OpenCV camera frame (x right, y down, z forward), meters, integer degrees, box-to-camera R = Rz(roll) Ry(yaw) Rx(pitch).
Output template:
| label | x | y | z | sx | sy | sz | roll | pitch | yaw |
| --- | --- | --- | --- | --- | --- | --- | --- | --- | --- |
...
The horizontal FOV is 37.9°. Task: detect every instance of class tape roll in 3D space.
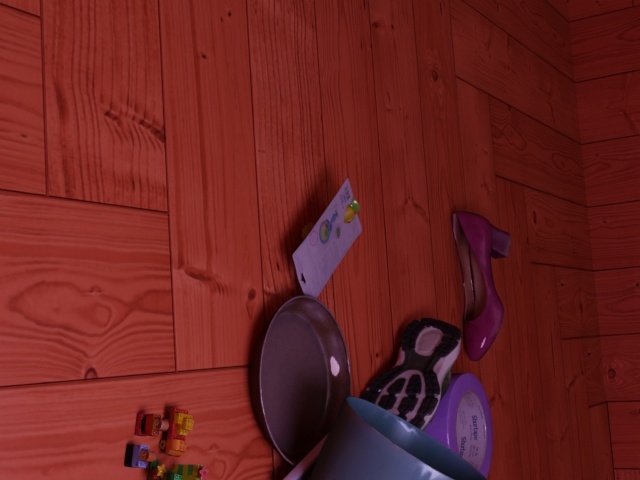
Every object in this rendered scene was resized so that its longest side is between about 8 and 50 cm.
| label | x | y | z | sx | sy | sz | roll | pitch | yaw |
| --- | --- | --- | --- | --- | --- | --- | --- | --- | --- |
| tape roll | 0.318 | 0.453 | 2.207 | 0.275 | 0.090 | 0.274 | 21 | 66 | -57 |

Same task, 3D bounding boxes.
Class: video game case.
| label | x | y | z | sx | sy | sz | roll | pitch | yaw |
| --- | --- | --- | --- | --- | --- | --- | --- | --- | --- |
| video game case | -0.002 | 0.445 | 1.670 | 0.190 | 0.022 | 0.173 | -36 | 130 | -47 |

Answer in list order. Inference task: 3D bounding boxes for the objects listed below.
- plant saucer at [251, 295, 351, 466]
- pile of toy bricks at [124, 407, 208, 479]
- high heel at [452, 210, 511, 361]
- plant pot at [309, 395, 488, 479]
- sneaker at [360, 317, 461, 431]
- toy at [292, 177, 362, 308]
| label | x | y | z | sx | sy | sz | roll | pitch | yaw |
| --- | --- | --- | --- | --- | --- | --- | --- | --- | --- |
| plant saucer | -0.038 | 0.256 | 1.693 | 0.311 | 0.050 | 0.310 | 18 | 68 | -56 |
| pile of toy bricks | -0.205 | 0.344 | 1.338 | 0.118 | 0.105 | 0.212 | 29 | 59 | -54 |
| high heel | 0.381 | 0.115 | 2.416 | 0.181 | 0.127 | 0.377 | 22 | 65 | -24 |
| plant pot | 0.108 | 0.439 | 1.567 | 0.293 | 0.293 | 0.235 | 28 | 93 | -54 |
| sneaker | 0.204 | 0.350 | 2.008 | 0.410 | 0.158 | 0.182 | -48 | 141 | -46 |
| toy | 0.000 | 0.000 | 1.798 | 0.237 | 0.056 | 0.137 | -52 | 140 | -37 |
